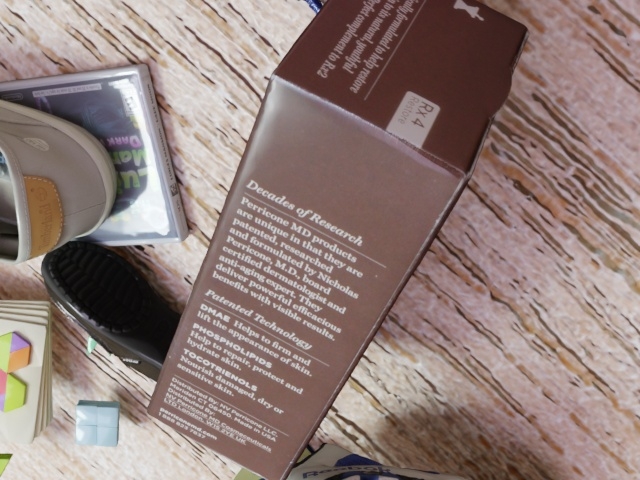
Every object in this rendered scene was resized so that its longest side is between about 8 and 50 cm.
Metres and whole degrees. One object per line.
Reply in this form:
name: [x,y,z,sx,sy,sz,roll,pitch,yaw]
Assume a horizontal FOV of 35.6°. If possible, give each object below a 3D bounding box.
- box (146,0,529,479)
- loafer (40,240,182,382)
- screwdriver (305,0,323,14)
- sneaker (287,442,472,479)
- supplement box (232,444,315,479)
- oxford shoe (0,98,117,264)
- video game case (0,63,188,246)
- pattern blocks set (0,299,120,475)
box: [0.000,0.000,0.757,0.143,0.191,0.381,29,134,1]
loafer: [-0.190,0.091,0.988,0.220,0.080,0.078,41,139,-3]
screwdriver: [0.009,-0.177,0.828,0.025,0.024,0.170,-38,98,1]
sneaker: [0.073,0.250,0.903,0.182,0.315,0.127,9,81,58]
supplement box: [-0.048,0.252,1.004,0.083,0.083,0.056,-35,96,30]
oxford shoe: [-0.415,-0.083,0.947,0.449,0.130,0.169,15,121,15]
video game case: [-0.232,-0.076,0.968,0.190,0.022,0.173,-3,112,23]
pattern blocks set: [-0.371,0.130,1.032,0.325,0.026,0.285,-6,103,-2]
